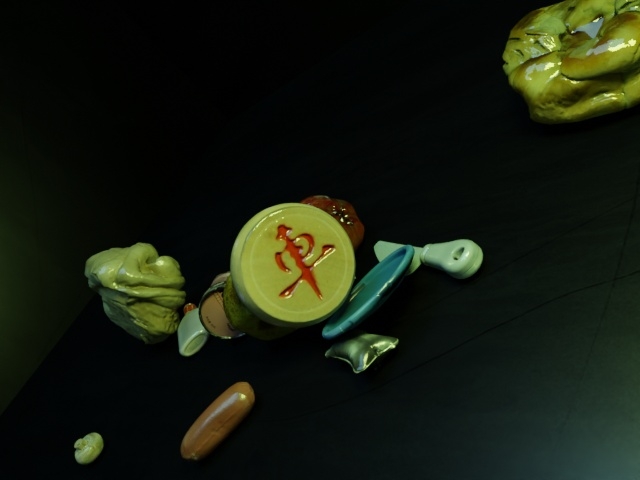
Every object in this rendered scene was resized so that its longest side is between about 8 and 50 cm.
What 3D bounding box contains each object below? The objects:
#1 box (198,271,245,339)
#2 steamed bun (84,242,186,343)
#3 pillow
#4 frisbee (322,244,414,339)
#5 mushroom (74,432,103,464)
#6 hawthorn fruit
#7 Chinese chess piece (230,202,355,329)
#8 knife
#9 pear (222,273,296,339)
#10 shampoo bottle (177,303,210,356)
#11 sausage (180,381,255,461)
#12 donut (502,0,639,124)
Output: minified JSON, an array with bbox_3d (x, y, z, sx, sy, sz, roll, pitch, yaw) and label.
[{"bbox_3d":[-0.233,0.159,1.296,0.151,0.151,0.135,-41,18,6],"label":"box"},{"bbox_3d":[-0.557,0.150,1.561,0.325,0.372,0.230,19,52,29],"label":"steamed bun"},{"bbox_3d":[0.071,0.193,0.897,0.091,0.055,0.135,-57,25,-11],"label":"pillow"},{"bbox_3d":[0.098,0.105,0.955,0.242,0.045,0.242,-47,2,3],"label":"frisbee"},{"bbox_3d":[-0.631,0.564,1.360,0.083,0.067,0.083,-27,32,18],"label":"mushroom"},{"bbox_3d":[0.000,0.000,1.176,0.202,0.185,0.185,-51,19,32],"label":"hawthorn fruit"},{"bbox_3d":[-0.052,0.048,0.995,0.251,0.251,0.097,-51,8,-14],"label":"Chinese chess piece"},{"bbox_3d":[0.188,0.036,0.992,0.080,0.044,0.331,-62,23,-13],"label":"knife"},{"bbox_3d":[-0.119,0.117,1.125,0.197,0.197,0.197,-34,28,21],"label":"pear"},{"bbox_3d":[-0.376,0.250,1.471,0.108,0.051,0.221,-47,26,2],"label":"shampoo bottle"},{"bbox_3d":[-0.210,0.371,1.027,0.194,0.077,0.077,-47,26,-5],"label":"sausage"},{"bbox_3d":[0.524,-0.378,0.961,0.360,0.170,0.360,-32,28,20],"label":"donut"}]
